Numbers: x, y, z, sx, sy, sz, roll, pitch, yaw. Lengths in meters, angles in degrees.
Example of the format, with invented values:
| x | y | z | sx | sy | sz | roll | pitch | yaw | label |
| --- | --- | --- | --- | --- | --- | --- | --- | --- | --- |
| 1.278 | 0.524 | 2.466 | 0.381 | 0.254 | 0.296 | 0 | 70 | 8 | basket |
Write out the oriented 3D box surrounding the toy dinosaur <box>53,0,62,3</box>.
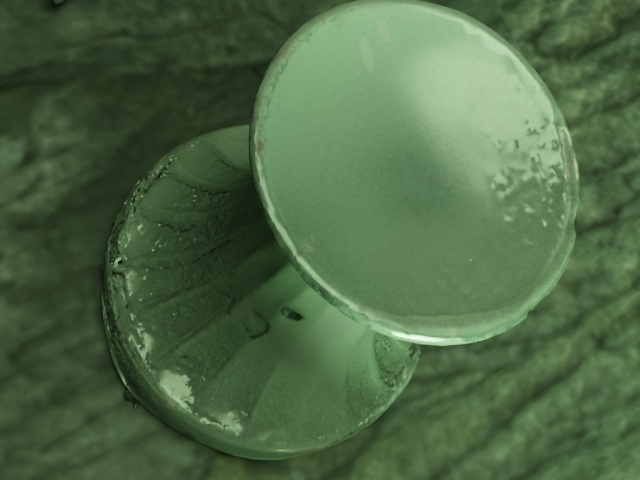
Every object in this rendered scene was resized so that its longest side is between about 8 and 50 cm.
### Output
| x | y | z | sx | sy | sz | roll | pitch | yaw | label |
| --- | --- | --- | --- | --- | --- | --- | --- | --- | --- |
| -0.142 | -0.185 | 0.583 | 0.106 | 0.044 | 0.187 | 35 | 63 | 10 | toy dinosaur |

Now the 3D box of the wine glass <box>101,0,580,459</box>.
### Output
| x | y | z | sx | sy | sz | roll | pitch | yaw | label |
| --- | --- | --- | --- | --- | --- | --- | --- | --- | --- |
| 0.000 | 0.000 | 0.486 | 0.164 | 0.196 | 0.165 | 6 | 71 | -17 | wine glass |
